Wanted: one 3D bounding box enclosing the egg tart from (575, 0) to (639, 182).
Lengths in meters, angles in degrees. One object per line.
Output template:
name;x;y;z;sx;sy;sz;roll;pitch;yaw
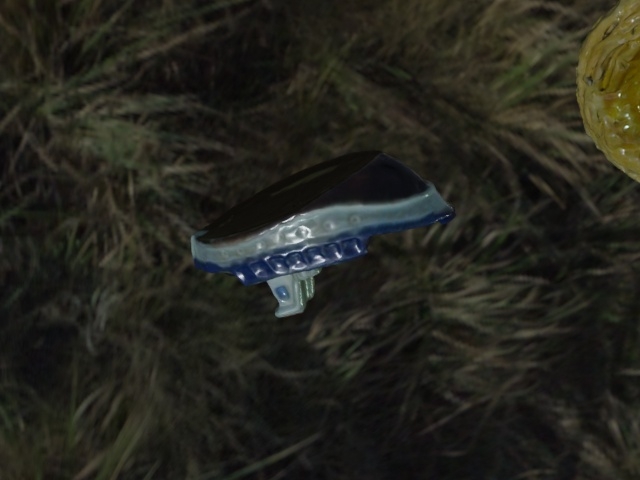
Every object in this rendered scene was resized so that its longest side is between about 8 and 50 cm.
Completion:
egg tart;0.513;-0.209;1.480;0.388;0.388;0.169;25;53;-5

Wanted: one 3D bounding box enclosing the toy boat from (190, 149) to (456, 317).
toy boat;0.000;0.000;1.103;0.115;0.262;0.114;57;28;-21
